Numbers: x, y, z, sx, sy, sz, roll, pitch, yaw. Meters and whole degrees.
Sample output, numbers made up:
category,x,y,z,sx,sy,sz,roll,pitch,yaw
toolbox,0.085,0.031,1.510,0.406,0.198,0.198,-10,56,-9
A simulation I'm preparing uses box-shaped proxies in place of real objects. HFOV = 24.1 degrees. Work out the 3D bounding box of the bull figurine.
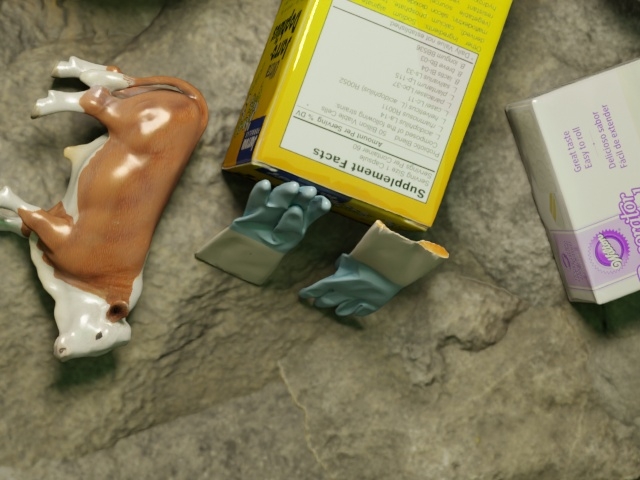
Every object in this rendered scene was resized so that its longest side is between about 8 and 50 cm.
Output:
category,x,y,z,sx,sy,sz,roll,pitch,yaw
bull figurine,-0.234,-0.036,1.531,0.188,0.101,0.310,26,86,-10

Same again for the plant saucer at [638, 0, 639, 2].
category,x,y,z,sx,sy,sz,roll,pitch,yaw
plant saucer,0.409,-0.439,1.632,0.400,0.100,0.400,-5,102,-26

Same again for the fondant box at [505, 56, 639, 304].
category,x,y,z,sx,sy,sz,roll,pitch,yaw
fondant box,0.402,-0.095,1.678,0.330,0.096,0.238,-20,96,-10

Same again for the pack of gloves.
category,x,y,z,sx,sy,sz,roll,pitch,yaw
pack of gloves,0.000,0.000,1.534,0.195,0.232,0.046,26,61,-12

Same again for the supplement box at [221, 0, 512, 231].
category,x,y,z,sx,sy,sz,roll,pitch,yaw
supplement box,0.059,-0.207,1.546,0.194,0.195,0.357,21,86,-12
